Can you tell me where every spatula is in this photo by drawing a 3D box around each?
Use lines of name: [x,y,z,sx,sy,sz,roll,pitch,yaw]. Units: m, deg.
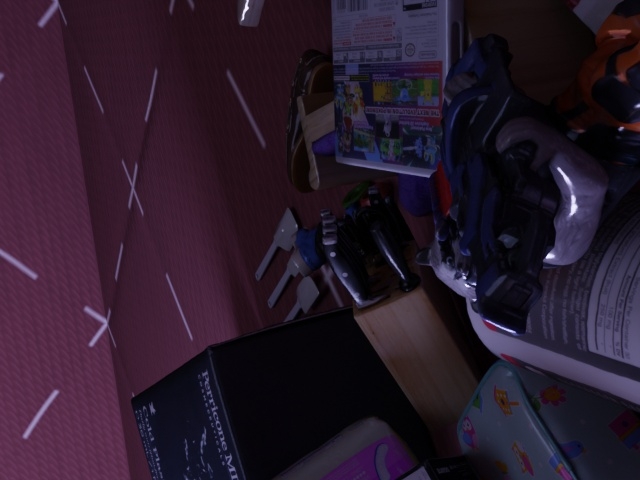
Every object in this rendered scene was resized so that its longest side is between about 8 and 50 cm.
spatula: [-0.061,0.065,1.477,0.168,0.019,0.242,66,155,19]

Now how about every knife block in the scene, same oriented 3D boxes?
knife block: [0.093,0.082,0.971,0.088,0.242,0.276,-24,76,16]

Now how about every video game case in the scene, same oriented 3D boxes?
video game case: [0.069,-0.158,0.814,0.201,0.023,0.184,18,113,59]

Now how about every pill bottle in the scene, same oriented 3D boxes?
pill bottle: [0.278,0.053,0.669,0.318,0.176,0.177,16,115,59]

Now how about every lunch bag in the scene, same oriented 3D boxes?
lunch bag: [0.255,0.251,0.857,0.224,0.107,0.279,97,151,-54]

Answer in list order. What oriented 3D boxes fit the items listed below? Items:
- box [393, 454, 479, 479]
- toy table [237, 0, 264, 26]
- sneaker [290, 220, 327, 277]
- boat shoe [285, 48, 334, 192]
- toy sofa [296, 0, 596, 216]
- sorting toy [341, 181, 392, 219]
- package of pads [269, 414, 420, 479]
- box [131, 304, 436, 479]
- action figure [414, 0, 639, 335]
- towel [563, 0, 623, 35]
box: [0.175,0.323,0.922,0.051,0.220,0.175,-37,66,14]
toy table: [-0.078,-0.428,1.085,0.274,0.252,0.161,95,165,-51]
sneaker: [0.001,0.001,1.301,0.058,0.084,0.152,54,-171,-10]
boat shoe: [-0.013,-0.173,1.232,0.073,0.073,0.207,47,133,46]
toy sofa: [0.125,-0.123,0.908,0.362,0.150,0.177,-15,87,62]
sorting toy: [0.067,-0.048,1.163,0.042,0.061,0.102,47,166,-17]
package of pads: [0.061,0.380,0.995,0.297,0.229,0.101,57,170,6]
box: [-0.049,0.397,1.304,0.471,0.297,0.480,-37,69,58]
action figure: [0.190,-0.053,0.562,0.330,0.178,0.341,-45,20,35]
towel: [0.278,-0.272,0.673,0.329,0.037,0.237,61,142,26]
